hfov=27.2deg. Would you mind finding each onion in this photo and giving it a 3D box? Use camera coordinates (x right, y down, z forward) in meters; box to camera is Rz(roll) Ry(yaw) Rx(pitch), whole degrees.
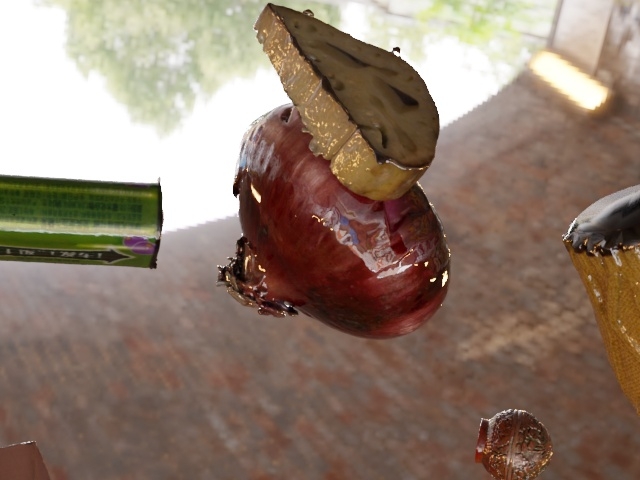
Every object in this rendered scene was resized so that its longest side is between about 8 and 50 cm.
[{"bbox_3d":[0.000,0.000,1.676,0.285,0.347,0.347,-36,-145,-10],"label":"onion"}]

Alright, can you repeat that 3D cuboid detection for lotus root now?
[{"bbox_3d":[0.045,-0.162,1.510,0.170,0.074,0.261,-5,-125,-33],"label":"lotus root"}]

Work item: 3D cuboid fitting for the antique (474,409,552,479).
[{"bbox_3d":[0.254,0.270,1.724,0.104,0.104,0.104,10,-161,-4],"label":"antique"}]

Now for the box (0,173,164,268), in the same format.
[{"bbox_3d":[-0.354,-0.029,1.516,0.345,0.097,0.134,3,163,-11],"label":"box"}]

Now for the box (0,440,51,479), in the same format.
[{"bbox_3d":[-0.330,0.310,1.251,0.215,0.086,0.215,-3,-115,-57],"label":"box"}]

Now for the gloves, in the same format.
[{"bbox_3d":[0.340,0.097,1.153,0.203,0.356,0.155,-13,-138,43],"label":"gloves"}]
